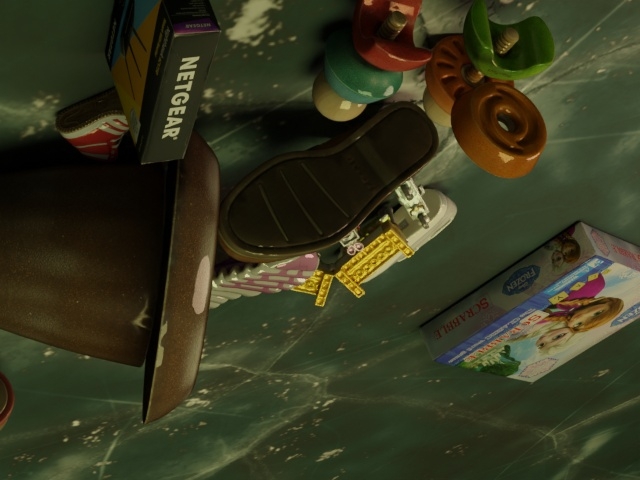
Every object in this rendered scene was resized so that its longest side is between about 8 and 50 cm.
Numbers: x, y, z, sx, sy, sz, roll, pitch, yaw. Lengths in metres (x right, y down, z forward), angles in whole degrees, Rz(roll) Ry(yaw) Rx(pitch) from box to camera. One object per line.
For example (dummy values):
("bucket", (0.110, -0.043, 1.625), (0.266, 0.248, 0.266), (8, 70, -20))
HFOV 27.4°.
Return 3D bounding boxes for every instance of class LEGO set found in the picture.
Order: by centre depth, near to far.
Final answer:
("LEGO set", (0.000, 0.000, 1.638), (0.287, 0.107, 0.132), (-19, 118, 6))

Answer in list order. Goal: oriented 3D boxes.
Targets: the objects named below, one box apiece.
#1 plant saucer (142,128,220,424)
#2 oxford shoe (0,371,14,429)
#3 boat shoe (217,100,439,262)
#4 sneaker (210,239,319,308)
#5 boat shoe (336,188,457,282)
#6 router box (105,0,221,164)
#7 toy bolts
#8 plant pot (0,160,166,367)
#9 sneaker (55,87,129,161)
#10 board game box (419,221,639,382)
("plant saucer", (-0.141, 0.033, 1.331), (0.050, 0.311, 0.310), (8, 146, -9))
("oxford shoe", (-0.560, 0.257, 1.649), (0.348, 0.123, 0.130), (-9, 156, -19))
("boat shoe", (0.000, -0.047, 1.422), (0.307, 0.111, 0.104), (-27, 176, -35))
("sneaker", (-0.104, 0.014, 1.505), (0.236, 0.105, 0.095), (-14, 160, 39))
("boat shoe", (0.100, -0.001, 1.714), (0.184, 0.066, 0.063), (-44, 145, 20))
("router box", (-0.142, -0.173, 1.150), (0.046, 0.133, 0.179), (-9, 150, -23))
("toy bolts", (0.105, -0.141, 1.336), (0.228, 0.218, 0.158), (14, 146, -22))
("plant pot", (-0.287, 0.012, 1.336), (0.230, 0.215, 0.215), (7, 145, -13))
("sneaker", (-0.197, -0.118, 1.309), (0.118, 0.042, 0.067), (-16, 149, 7))
("board game box", (0.372, 0.109, 2.086), (0.318, 0.066, 0.318), (-37, 149, 27))
